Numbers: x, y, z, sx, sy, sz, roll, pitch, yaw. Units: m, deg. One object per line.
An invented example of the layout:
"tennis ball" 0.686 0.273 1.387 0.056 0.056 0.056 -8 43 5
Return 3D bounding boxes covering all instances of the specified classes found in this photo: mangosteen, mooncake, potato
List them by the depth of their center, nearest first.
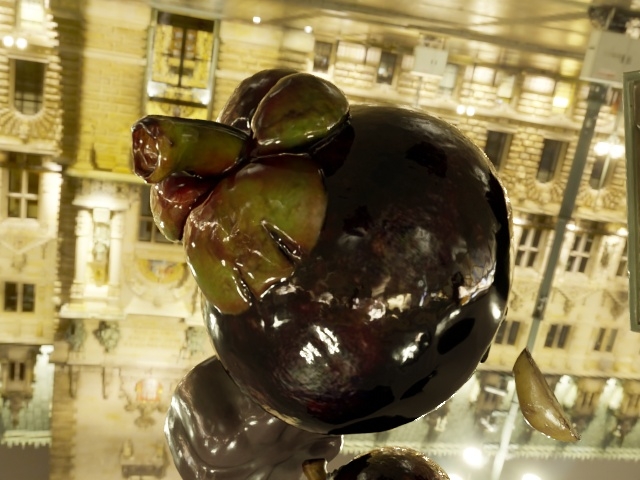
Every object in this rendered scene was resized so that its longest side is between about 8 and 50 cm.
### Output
"potato" 0.195 0.145 0.600 0.037 0.036 0.093 15 -135 -60
"mangosteen" 0.000 0.000 0.731 0.435 0.382 0.382 33 -166 -6
"mangosteen" 0.071 0.402 0.963 0.261 0.236 0.235 20 -162 33
"mooncake" -0.088 0.286 1.057 0.306 0.306 0.154 -1 -141 -34

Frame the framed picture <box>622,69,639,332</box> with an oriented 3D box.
"framed picture" 0.614 -0.057 0.994 0.028 0.447 0.326 -7 -174 -33
